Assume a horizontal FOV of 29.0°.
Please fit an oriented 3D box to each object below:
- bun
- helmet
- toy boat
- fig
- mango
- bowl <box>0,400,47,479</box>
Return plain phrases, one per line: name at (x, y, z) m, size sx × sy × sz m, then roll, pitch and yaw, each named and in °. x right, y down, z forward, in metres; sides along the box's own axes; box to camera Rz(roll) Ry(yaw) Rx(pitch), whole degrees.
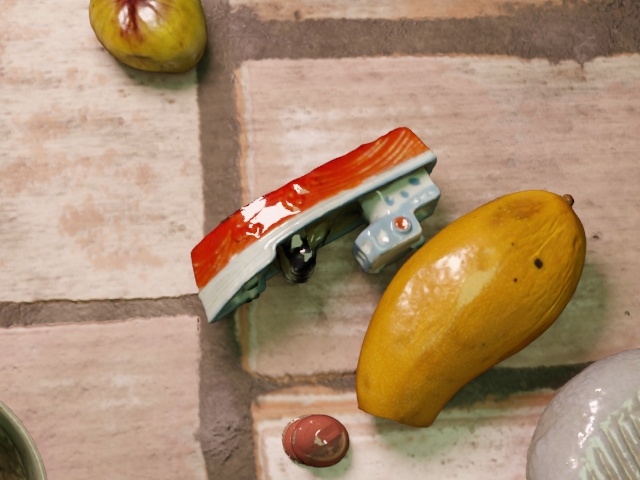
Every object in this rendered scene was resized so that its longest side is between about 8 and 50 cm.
bun at (0.406, 0.295, 1.447) m, size 0.362 × 0.211 × 0.361 m, roll 1°, pitch 78°, yaw -4°
helmet at (-0.003, 0.241, 1.489) m, size 0.084 × 0.049 × 0.065 m, roll 3°, pitch 80°, yaw -7°
toy boat at (0.000, 0.000, 1.484) m, size 0.332 × 0.145 × 0.133 m, roll -28°, pitch 76°, yaw -15°
fig at (-0.209, -0.273, 1.525) m, size 0.136 × 0.121 × 0.153 m, roll -36°, pitch 86°, yaw -7°
mango at (0.177, 0.077, 1.488) m, size 0.359 × 0.144 × 0.187 m, roll -40°, pitch 118°, yaw -8°
bowl at (-0.442, 0.291, 1.375) m, size 0.289 × 0.146 × 0.289 m, roll 1°, pitch 84°, yaw -9°
